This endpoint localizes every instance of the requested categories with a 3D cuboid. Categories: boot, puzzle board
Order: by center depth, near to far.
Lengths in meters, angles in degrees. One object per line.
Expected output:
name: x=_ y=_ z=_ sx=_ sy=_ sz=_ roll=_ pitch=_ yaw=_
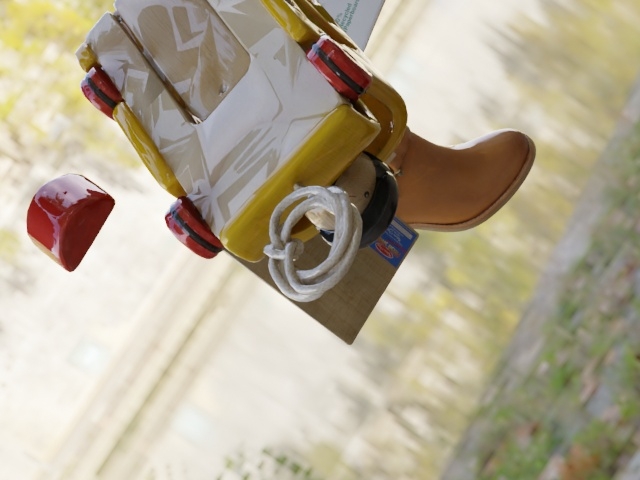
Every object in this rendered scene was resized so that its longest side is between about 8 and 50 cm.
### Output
puzzle board: x=0.000 y=0.000 z=1.236 sx=0.096 sy=0.128 sz=0.011 roll=-58 pitch=28 yaw=-11
boot: x=0.070 y=-0.069 z=1.426 sx=0.197 sy=0.152 sz=0.073 roll=-32 pitch=38 yaw=-2

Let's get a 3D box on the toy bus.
toy bus: x=-0.016 y=-0.050 z=0.746 sx=0.191 sy=0.104 sz=0.202 roll=-6 pitch=65 yaw=40

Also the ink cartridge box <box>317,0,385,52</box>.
ink cartridge box: x=-0.096 y=-0.264 z=1.331 sx=0.065 sy=0.333 sz=0.165 roll=-92 pitch=22 yaw=-52
